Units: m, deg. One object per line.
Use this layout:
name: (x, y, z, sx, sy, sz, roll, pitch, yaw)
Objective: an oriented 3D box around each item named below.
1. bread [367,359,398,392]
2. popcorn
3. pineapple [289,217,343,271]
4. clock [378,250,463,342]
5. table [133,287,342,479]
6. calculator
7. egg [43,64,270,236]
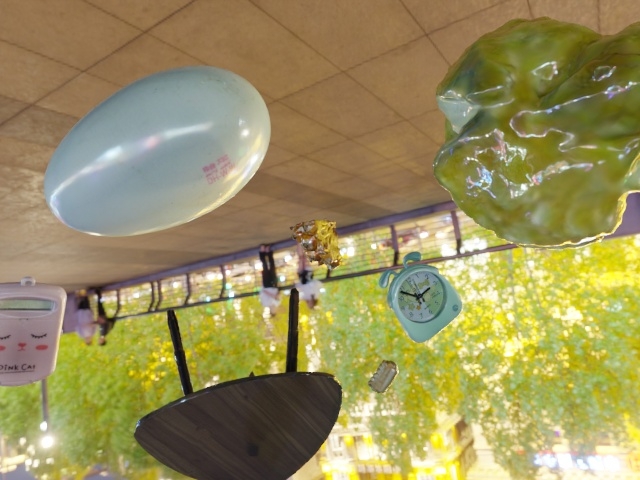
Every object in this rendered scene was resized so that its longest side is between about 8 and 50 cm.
bread: (0.150, 0.320, 1.105, 0.049, 0.087, 0.034, 30, -172, 10)
popcorn: (0.259, -0.128, 0.513, 0.277, 0.276, 0.226, -14, -179, 34)
pineapple: (0.000, 0.000, 1.011, 0.069, 0.137, 0.116, -14, -146, 34)
clock: (0.220, 0.122, 1.051, 0.148, 0.188, 0.060, -35, -171, -6)
table: (-0.120, 0.234, 0.842, 0.318, 0.317, 0.249, -7, -144, -9)
calculator: (-0.420, 0.129, 0.657, 0.100, 0.174, 0.032, 6, -159, -34)
egg: (-0.253, -0.136, 0.748, 0.371, 0.229, 0.230, -31, 173, -6)
